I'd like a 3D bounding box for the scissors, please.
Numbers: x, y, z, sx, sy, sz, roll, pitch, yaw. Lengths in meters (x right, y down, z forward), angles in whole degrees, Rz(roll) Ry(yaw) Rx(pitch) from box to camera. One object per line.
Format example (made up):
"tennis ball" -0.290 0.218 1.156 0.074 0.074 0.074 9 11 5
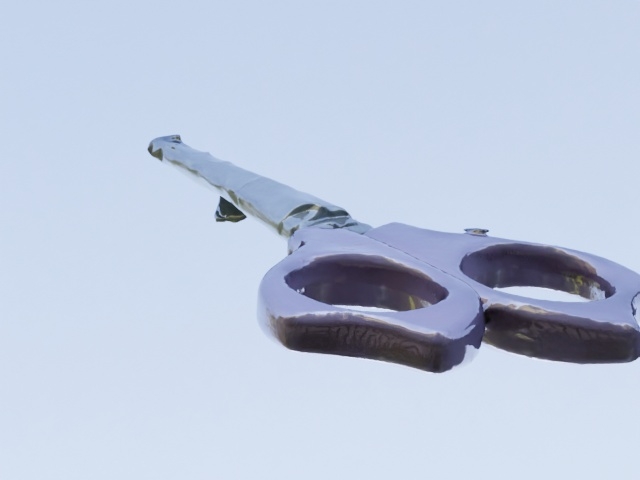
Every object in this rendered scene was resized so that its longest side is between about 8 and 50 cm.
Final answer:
"scissors" 0.000 -0.001 0.529 0.212 0.110 0.021 25 -66 56
